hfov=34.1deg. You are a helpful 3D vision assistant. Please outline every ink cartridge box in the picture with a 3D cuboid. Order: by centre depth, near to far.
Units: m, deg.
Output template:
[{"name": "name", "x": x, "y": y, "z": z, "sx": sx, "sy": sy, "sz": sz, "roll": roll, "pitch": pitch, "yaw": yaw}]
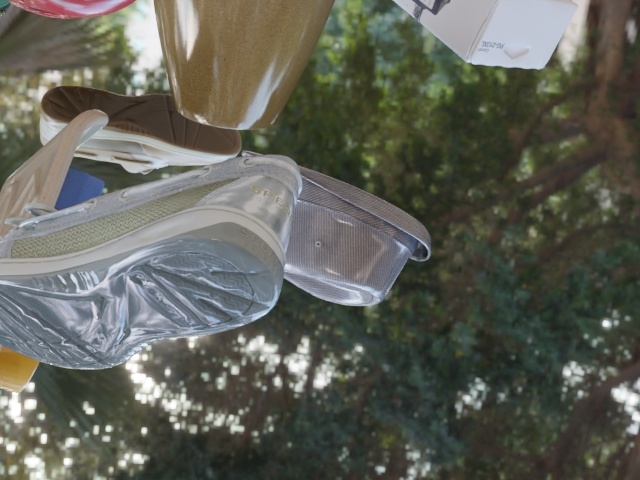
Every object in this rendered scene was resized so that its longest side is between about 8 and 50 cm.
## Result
[{"name": "ink cartridge box", "x": 0.187, "y": -0.328, "z": 1.350, "sx": 0.172, "sy": 0.100, "sz": 0.237, "roll": -5, "pitch": -137, "yaw": -43}]

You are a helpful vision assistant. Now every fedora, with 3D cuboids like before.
[{"name": "fedora", "x": 0.000, "y": 0.000, "z": 1.320, "sx": 0.276, "sy": 0.124, "sz": 0.244, "roll": 22, "pitch": 171, "yaw": 21}]

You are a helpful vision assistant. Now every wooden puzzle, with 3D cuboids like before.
[{"name": "wooden puzzle", "x": -0.330, "y": 0.048, "z": 1.116, "sx": 0.081, "sy": 0.347, "sz": 0.322, "roll": 29, "pitch": 161, "yaw": -22}]

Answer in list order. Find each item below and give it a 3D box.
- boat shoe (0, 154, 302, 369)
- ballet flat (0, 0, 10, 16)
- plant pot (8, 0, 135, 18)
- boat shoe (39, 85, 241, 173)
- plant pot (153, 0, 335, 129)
[{"name": "boat shoe", "x": -0.151, "y": 0.015, "z": 0.762, "sx": 0.321, "sy": 0.118, "sz": 0.103, "roll": -16, "pitch": -140, "yaw": 36}, {"name": "ballet flat", "x": -0.503, "y": -0.312, "z": 1.436, "sx": 0.070, "sy": 0.070, "sz": 0.188, "roll": 14, "pitch": -157, "yaw": 22}, {"name": "plant pot", "x": -0.235, "y": -0.303, "z": 0.978, "sx": 0.191, "sy": 0.191, "sz": 0.174, "roll": 0, "pitch": -166, "yaw": -25}, {"name": "boat shoe", "x": -0.274, "y": -0.157, "z": 1.595, "sx": 0.303, "sy": 0.098, "sz": 0.109, "roll": 8, "pitch": -131, "yaw": -12}, {"name": "plant pot", "x": -0.087, "y": -0.260, "z": 1.159, "sx": 0.237, "sy": 0.254, "sz": 0.237, "roll": 8, "pitch": -158, "yaw": -3}]
